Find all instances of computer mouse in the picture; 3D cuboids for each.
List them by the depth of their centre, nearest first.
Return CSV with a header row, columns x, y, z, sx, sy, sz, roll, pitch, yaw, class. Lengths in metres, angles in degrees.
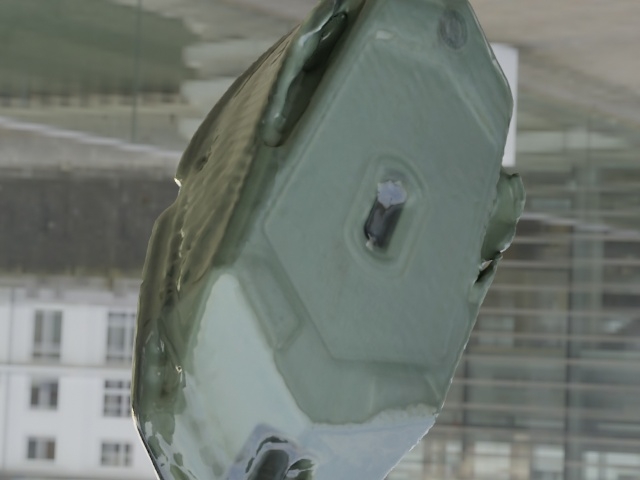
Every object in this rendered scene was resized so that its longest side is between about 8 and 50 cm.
x,y,z,sx,sy,sz,roll,pitch,yaw,class
-0.003,0.002,1.072,0.145,0.429,0.228,-9,140,47,computer mouse
